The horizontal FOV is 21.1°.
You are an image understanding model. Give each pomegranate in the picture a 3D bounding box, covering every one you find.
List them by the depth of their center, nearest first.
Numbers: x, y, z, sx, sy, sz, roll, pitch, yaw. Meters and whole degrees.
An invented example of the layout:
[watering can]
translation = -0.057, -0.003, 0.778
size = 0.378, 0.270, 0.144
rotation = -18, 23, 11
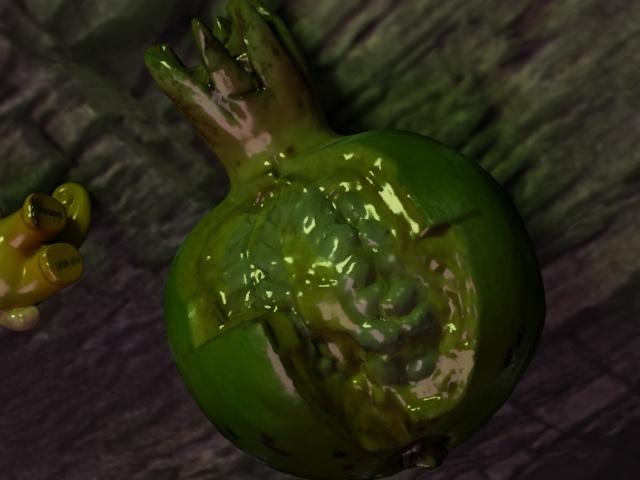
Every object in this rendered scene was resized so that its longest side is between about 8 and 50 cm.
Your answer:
[pomegranate]
translation = 0.000, 0.000, 1.032
size = 0.236, 0.236, 0.302
rotation = -32, 85, 35

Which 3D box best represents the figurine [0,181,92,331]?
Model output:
[figurine]
translation = -0.265, 0.036, 1.182
size = 0.246, 0.131, 0.156
rotation = -19, 88, 30
